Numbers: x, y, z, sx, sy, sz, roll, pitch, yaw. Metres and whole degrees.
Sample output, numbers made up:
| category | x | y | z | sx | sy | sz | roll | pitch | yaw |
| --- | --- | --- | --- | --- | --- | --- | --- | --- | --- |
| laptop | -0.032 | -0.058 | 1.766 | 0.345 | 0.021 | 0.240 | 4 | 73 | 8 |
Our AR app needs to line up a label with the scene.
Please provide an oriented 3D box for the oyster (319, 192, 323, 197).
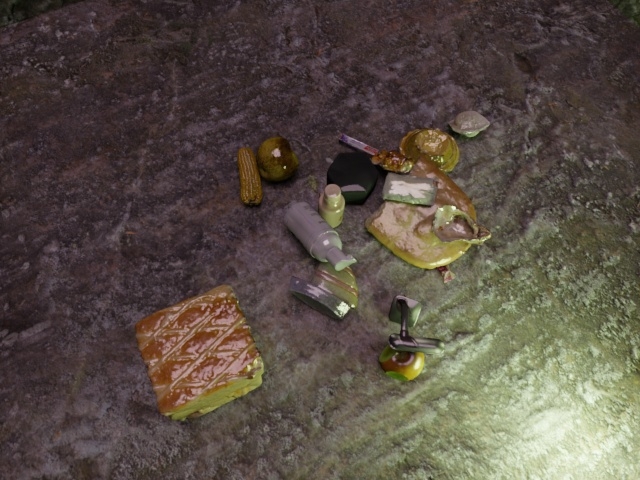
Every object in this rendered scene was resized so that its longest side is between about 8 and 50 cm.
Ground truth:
| category | x | y | z | sx | sy | sz | roll | pitch | yaw |
| --- | --- | --- | --- | --- | --- | --- | --- | --- | --- |
| oyster | 0.024 | -0.188 | 2.019 | 0.054 | 0.019 | 0.083 | -38 | 72 | -15 |

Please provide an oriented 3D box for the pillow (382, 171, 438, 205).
| category | x | y | z | sx | sy | sz | roll | pitch | yaw |
| --- | --- | --- | --- | --- | --- | --- | --- | --- | --- |
| pillow | 0.381 | -0.221 | 1.886 | 0.229 | 0.051 | 0.128 | 8 | 78 | 8 |

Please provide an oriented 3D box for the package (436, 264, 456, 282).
| category | x | y | z | sx | sy | sz | roll | pitch | yaw |
| --- | --- | --- | --- | --- | --- | --- | --- | --- | --- |
| package | 0.534 | 0.133 | 1.887 | 0.059 | 0.029 | 0.083 | -23 | 58 | -4 |

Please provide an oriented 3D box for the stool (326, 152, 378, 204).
| category | x | y | z | sx | sy | sz | roll | pitch | yaw |
| --- | --- | --- | --- | --- | --- | --- | --- | --- | --- |
| stool | 0.141 | -0.276 | 1.994 | 0.232 | 0.141 | 0.232 | 1 | 67 | -2 |

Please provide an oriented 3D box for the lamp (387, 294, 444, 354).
| category | x | y | z | sx | sy | sz | roll | pitch | yaw |
| --- | --- | --- | --- | --- | --- | --- | --- | --- | --- |
| lamp | 0.365 | 0.317 | 1.685 | 0.203 | 0.283 | 0.125 | 17 | 106 | 4 |

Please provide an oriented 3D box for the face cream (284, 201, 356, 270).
| category | x | y | z | sx | sy | sz | roll | pitch | yaw |
| --- | --- | --- | --- | --- | --- | --- | --- | --- | --- |
| face cream | 0.000 | 0.000 | 1.813 | 0.145 | 0.145 | 0.370 | -31 | 52 | -14 |

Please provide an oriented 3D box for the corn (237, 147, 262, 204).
| category | x | y | z | sx | sy | sz | roll | pitch | yaw |
| --- | --- | --- | --- | --- | --- | --- | --- | --- | --- |
| corn | -0.323 | -0.298 | 2.018 | 0.101 | 0.102 | 0.313 | -7 | 66 | -4 |

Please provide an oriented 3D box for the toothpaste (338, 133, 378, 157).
| category | x | y | z | sx | sy | sz | roll | pitch | yaw |
| --- | --- | --- | --- | --- | --- | --- | --- | --- | --- |
| toothpaste | 0.183 | -0.453 | 2.127 | 0.196 | 0.040 | 0.047 | 27 | 71 | 9 |

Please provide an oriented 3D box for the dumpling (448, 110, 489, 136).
| category | x | y | z | sx | sy | sz | roll | pitch | yaw |
| --- | --- | --- | --- | --- | --- | --- | --- | --- | --- |
| dumpling | 0.714 | -0.558 | 2.152 | 0.176 | 0.092 | 0.150 | 35 | 68 | 14 |

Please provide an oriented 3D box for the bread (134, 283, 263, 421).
| category | x | y | z | sx | sy | sz | roll | pitch | yaw |
| --- | --- | --- | --- | --- | --- | --- | --- | --- | --- |
| bread | -0.425 | 0.414 | 1.611 | 0.390 | 0.279 | 0.371 | -25 | 68 | -11 |

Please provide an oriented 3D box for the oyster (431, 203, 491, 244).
| category | x | y | z | sx | sy | sz | roll | pitch | yaw |
| --- | --- | --- | --- | --- | --- | --- | --- | --- | --- |
| oyster | 0.578 | -0.048 | 1.829 | 0.232 | 0.107 | 0.162 | 15 | 90 | 7 |

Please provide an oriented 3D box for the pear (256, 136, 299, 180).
| category | x | y | z | sx | sy | sz | roll | pitch | yaw |
| --- | --- | --- | --- | --- | --- | --- | --- | --- | --- |
| pear | -0.202 | -0.362 | 1.999 | 0.197 | 0.197 | 0.197 | 0 | 67 | -1 |

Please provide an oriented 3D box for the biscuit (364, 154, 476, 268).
| category | x | y | z | sx | sy | sz | roll | pitch | yaw |
| --- | --- | --- | --- | --- | --- | --- | --- | --- | --- |
| biscuit | 0.451 | -0.096 | 1.923 | 0.429 | 0.104 | 0.446 | -41 | 78 | -11 |

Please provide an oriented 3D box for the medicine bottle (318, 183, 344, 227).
| category | x | y | z | sx | sy | sz | roll | pitch | yaw |
| --- | --- | --- | --- | --- | --- | --- | --- | --- | --- |
| medicine bottle | 0.045 | -0.150 | 1.876 | 0.114 | 0.252 | 0.114 | 0 | 67 | 0 |

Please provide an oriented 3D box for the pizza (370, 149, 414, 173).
| category | x | y | z | sx | sy | sz | roll | pitch | yaw |
| --- | --- | --- | --- | --- | --- | --- | --- | --- | --- |
| pizza | 0.320 | -0.361 | 1.978 | 0.161 | 0.305 | 0.086 | -1 | 108 | -20 |

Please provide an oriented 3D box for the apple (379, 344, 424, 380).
| category | x | y | z | sx | sy | sz | roll | pitch | yaw |
| --- | --- | --- | --- | --- | --- | --- | --- | --- | --- |
| apple | 0.312 | 0.447 | 1.682 | 0.163 | 0.147 | 0.146 | 20 | 67 | 9 |

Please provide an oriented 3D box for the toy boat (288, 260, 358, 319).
| category | x | y | z | sx | sy | sz | roll | pitch | yaw |
| --- | --- | --- | --- | --- | --- | --- | --- | --- | --- |
| toy boat | 0.044 | 0.180 | 1.820 | 0.276 | 0.111 | 0.293 | 43 | 62 | 8 |

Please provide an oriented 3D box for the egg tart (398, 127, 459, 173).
| category | x | y | z | sx | sy | sz | roll | pitch | yaw |
| --- | --- | --- | --- | --- | --- | --- | --- | --- | --- |
| egg tart | 0.515 | -0.434 | 2.087 | 0.290 | 0.115 | 0.290 | 1 | 65 | -2 |
